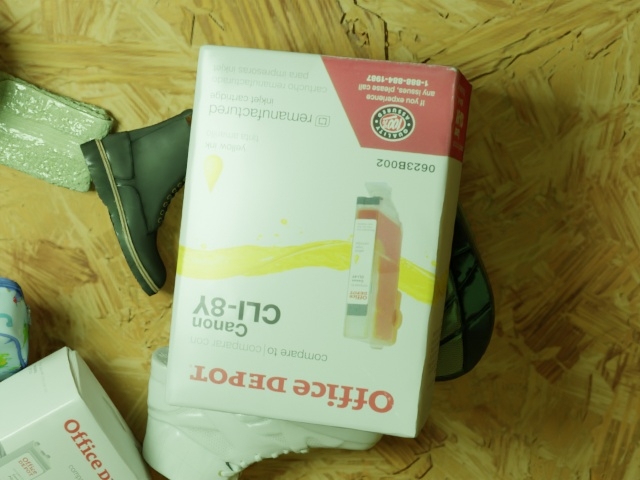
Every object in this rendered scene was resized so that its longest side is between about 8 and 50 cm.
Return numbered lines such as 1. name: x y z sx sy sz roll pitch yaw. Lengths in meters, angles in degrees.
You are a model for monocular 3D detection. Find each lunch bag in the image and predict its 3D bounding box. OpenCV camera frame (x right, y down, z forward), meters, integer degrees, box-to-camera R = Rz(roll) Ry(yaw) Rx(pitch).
1. lunch bag: -0.445 0.101 1.425 0.219 0.176 0.090 -1 66 -8

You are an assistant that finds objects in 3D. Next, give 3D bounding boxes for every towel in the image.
1. towel: -0.324 -0.123 1.449 0.148 0.027 0.110 21 106 -3

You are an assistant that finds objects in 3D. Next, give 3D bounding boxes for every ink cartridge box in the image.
1. ink cartridge box: -0.362 0.287 1.461 0.283 0.117 0.207 -29 121 -3
2. ink cartridge box: 0.000 0.000 1.339 0.279 0.160 0.385 7 93 9

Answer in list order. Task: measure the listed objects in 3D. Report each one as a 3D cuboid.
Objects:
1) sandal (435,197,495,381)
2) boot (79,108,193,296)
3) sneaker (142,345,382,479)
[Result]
1. sandal: 0.130 0.011 1.441 0.120 0.086 0.303 -11 90 11
2. boot: -0.180 -0.044 1.447 0.137 0.077 0.198 -22 117 -8
3. sneaker: -0.073 0.241 1.503 0.292 0.108 0.169 14 107 9
